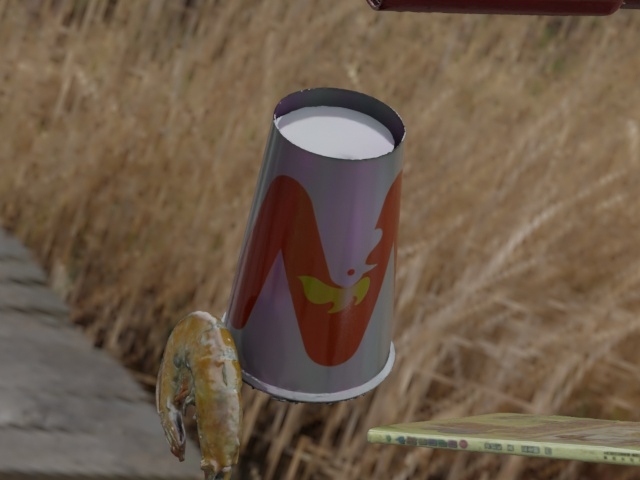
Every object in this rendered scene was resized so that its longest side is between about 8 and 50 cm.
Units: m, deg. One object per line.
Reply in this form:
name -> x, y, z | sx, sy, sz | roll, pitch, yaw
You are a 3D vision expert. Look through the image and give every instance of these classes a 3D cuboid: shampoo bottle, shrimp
shampoo bottle -> 0.197, -0.263, 1.660 | 0.314, 0.076, 0.118 | 0, 28, -11
shrimp -> -0.121, 0.167, 1.743 | 0.051, 0.188, 0.132 | 5, -19, -32

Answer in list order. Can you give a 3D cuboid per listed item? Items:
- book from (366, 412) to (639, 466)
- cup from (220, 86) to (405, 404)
book -> 0.151, 0.118, 0.999 | 0.192, 0.013, 0.168 | 0, -2, 35
cup -> 0.000, 0.000, 1.746 | 0.203, 0.288, 0.203 | 6, 35, -4
